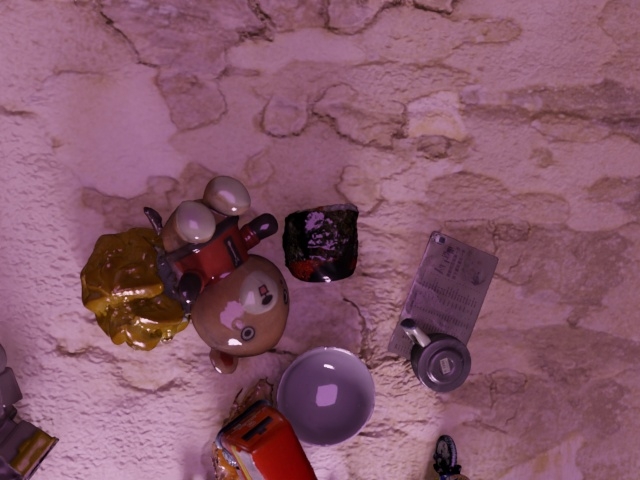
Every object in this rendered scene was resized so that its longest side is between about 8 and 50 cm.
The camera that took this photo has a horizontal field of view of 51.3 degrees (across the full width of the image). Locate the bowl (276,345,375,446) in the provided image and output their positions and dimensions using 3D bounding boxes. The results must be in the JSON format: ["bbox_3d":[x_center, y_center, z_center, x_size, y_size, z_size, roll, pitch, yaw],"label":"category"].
[{"bbox_3d":[0.003,0.290,1.274,0.189,0.086,0.188,0,89,-12],"label":"bowl"}]

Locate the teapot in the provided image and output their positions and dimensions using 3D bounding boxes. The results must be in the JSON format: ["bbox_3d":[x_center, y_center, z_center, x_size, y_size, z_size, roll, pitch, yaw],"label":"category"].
[{"bbox_3d":[0.208,0.224,1.299,0.149,0.108,0.111,22,91,-15],"label":"teapot"}]

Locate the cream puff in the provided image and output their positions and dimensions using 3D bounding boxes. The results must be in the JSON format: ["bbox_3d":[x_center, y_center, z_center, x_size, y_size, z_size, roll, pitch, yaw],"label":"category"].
[{"bbox_3d":[-0.333,0.088,1.163,0.195,0.195,0.220,-23,92,-10],"label":"cream puff"}]

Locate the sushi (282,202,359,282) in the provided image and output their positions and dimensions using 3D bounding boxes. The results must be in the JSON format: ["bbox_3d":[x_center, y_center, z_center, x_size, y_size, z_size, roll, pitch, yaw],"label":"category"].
[{"bbox_3d":[0.000,0.000,1.197,0.137,0.225,0.126,-9,94,-5],"label":"sushi"}]

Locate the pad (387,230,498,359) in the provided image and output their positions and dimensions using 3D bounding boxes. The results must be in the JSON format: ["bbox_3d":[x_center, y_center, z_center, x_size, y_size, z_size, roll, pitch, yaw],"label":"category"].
[{"bbox_3d":[0.253,0.129,1.359,0.160,0.009,0.264,22,87,-11],"label":"pad"}]

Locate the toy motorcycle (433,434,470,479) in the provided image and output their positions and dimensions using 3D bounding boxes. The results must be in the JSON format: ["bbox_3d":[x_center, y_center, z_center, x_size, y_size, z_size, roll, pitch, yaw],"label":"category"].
[{"bbox_3d":[0.239,0.544,1.282,0.113,0.169,0.315,8,89,-12],"label":"toy motorcycle"}]

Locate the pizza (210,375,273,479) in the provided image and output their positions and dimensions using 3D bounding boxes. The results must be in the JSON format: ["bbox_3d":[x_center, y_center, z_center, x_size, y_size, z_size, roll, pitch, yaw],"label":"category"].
[{"bbox_3d":[-0.142,0.378,1.249,0.147,0.069,0.226,-15,99,-30],"label":"pizza"}]

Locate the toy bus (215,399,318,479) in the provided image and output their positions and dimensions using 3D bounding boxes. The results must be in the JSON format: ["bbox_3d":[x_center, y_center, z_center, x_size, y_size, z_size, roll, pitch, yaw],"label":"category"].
[{"bbox_3d":[-0.071,0.425,1.185,0.121,0.120,0.264,-34,111,-31],"label":"toy bus"}]

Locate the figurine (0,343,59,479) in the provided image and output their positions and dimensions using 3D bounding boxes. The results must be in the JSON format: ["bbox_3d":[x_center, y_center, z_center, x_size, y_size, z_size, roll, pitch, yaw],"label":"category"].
[{"bbox_3d":[-0.603,0.318,1.116,0.285,0.167,0.342,39,86,-4],"label":"figurine"}]

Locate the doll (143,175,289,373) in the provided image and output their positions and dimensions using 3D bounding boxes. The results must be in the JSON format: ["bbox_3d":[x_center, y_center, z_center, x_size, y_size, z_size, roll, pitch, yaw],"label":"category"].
[{"bbox_3d":[-0.172,0.059,1.173,0.235,0.174,0.329,-44,117,-45],"label":"doll"}]
